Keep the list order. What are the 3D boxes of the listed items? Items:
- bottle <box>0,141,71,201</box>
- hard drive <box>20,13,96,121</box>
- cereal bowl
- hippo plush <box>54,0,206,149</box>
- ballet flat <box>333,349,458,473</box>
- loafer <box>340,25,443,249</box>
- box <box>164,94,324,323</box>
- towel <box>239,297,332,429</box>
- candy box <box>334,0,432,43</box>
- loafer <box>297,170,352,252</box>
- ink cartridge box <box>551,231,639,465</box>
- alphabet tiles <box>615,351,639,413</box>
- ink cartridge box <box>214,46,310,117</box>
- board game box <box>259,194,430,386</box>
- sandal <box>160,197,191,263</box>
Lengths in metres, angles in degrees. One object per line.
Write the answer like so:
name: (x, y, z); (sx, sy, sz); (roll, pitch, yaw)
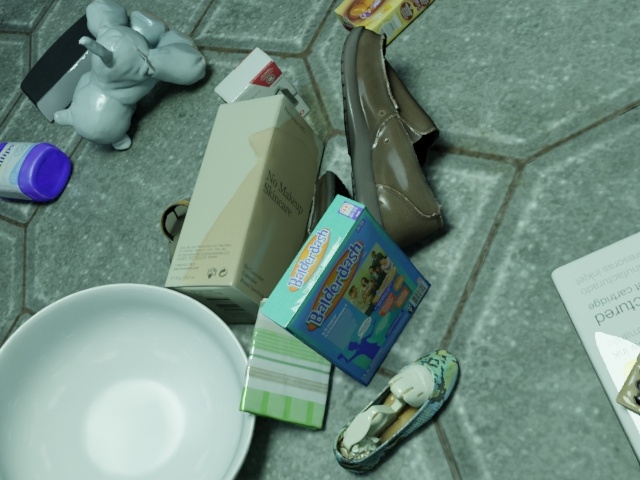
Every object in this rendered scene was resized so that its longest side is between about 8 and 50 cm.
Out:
bottle: (-0.645, -0.146, 1.447); (0.282, 0.092, 0.118); (7, 68, 34)
hard drive: (-0.569, -0.402, 1.578); (0.255, 0.054, 0.172); (-48, 50, -2)
cereal bowl: (-0.255, 0.234, 0.908); (0.338, 0.141, 0.339); (3, 60, -6)
hippo plush: (-0.363, -0.288, 1.326); (0.237, 0.234, 0.294); (-61, 27, 27)
ballet flat: (0.087, 0.198, 0.817); (0.188, 0.070, 0.070); (-48, 50, -3)
loafer: (0.102, -0.146, 0.992); (0.130, 0.134, 0.366); (-6, 68, 2)
box: (-0.103, -0.045, 1.026); (0.121, 0.148, 0.311); (-3, 63, 30)
towel: (-0.040, 0.159, 0.901); (0.023, 0.113, 0.152); (129, 155, -60)
candy box: (0.127, -0.416, 1.166); (0.186, 0.053, 0.109); (-44, 50, 3)
loafer: (0.000, 0.000, 0.976); (0.078, 0.080, 0.220); (-12, 57, 24)
ink cartridge box: (0.411, 0.154, 0.583); (0.279, 0.160, 0.385); (-26, 52, 16)
alphabet tiles: (0.362, 0.125, 0.519); (0.237, 0.009, 0.198); (25, 77, 39)
ink cartridge box: (-0.092, -0.229, 1.134); (0.099, 0.135, 0.056); (-45, 53, 1)
board game box: (0.039, 0.067, 0.829); (0.047, 0.210, 0.160); (27, 78, 39)
sandal: (-0.225, -0.024, 1.105); (0.090, 0.060, 0.219); (-39, 25, 9)
